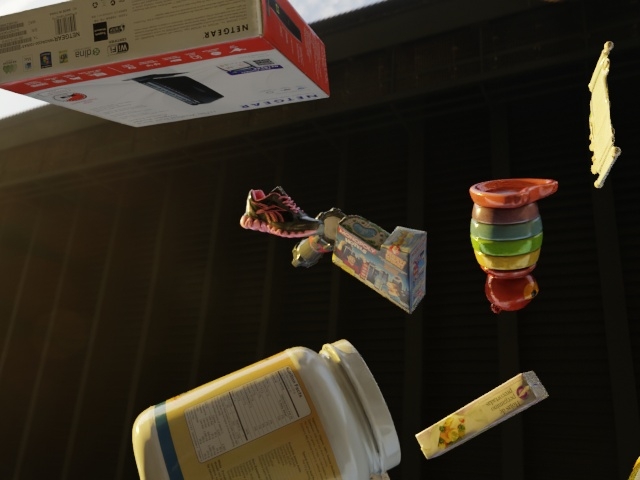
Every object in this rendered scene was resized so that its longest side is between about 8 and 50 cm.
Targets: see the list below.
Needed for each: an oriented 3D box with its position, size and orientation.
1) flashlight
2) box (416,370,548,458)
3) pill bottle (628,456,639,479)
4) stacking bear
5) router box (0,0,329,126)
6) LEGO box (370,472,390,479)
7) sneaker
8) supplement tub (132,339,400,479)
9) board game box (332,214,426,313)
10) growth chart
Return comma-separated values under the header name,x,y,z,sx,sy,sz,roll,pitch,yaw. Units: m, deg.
name,x,y,z,sx,sy,sz,roll,pitch,yaw
flashlight,0.000,0.000,1.530,0.103,0.304,0.103,5,-103,-12
box,0.359,0.402,1.304,0.324,0.067,0.063,-43,-120,30
pill bottle,0.664,0.490,1.115,0.118,0.117,0.208,26,-129,34
stacking bear,0.420,0.019,1.274,0.164,0.175,0.288,12,-66,51
router box,-0.183,-0.236,0.759,0.336,0.301,0.082,-5,-89,15
LEGO box,0.023,0.569,1.117,0.193,0.500,0.372,-15,-133,-13
sneaker,-0.045,-0.035,0.681,0.119,0.047,0.057,12,-84,33
supplement tub,-0.046,0.182,0.505,0.200,0.144,0.144,-20,-123,-14
board game box,0.122,0.026,1.078,0.194,0.194,0.060,34,-118,15
growth chart,0.542,-0.233,1.104,0.021,0.172,0.237,-1,-102,13
